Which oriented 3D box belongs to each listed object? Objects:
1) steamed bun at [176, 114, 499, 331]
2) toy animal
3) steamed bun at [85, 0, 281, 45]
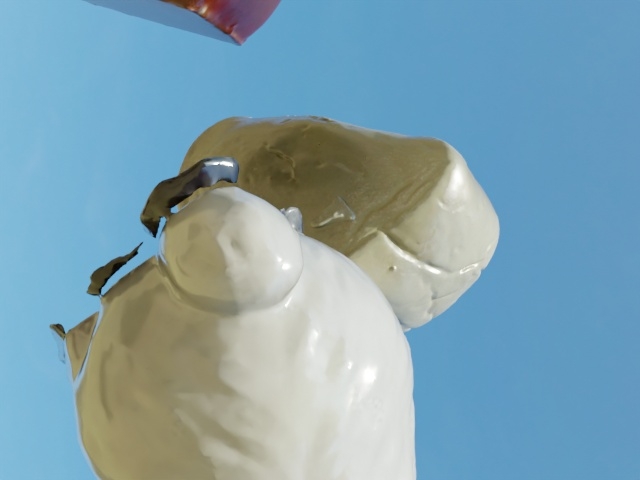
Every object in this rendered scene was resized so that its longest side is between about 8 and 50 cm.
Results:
[{"bbox_3d":[0.002,0.004,1.081,0.384,0.247,0.236,9,-113,29],"label":"steamed bun"},{"bbox_3d":[-0.003,0.158,0.493,0.194,0.258,0.357,-28,-107,-5],"label":"toy animal"},{"bbox_3d":[-0.205,-0.368,0.904,0.379,0.235,0.248,19,-85,12],"label":"steamed bun"}]
